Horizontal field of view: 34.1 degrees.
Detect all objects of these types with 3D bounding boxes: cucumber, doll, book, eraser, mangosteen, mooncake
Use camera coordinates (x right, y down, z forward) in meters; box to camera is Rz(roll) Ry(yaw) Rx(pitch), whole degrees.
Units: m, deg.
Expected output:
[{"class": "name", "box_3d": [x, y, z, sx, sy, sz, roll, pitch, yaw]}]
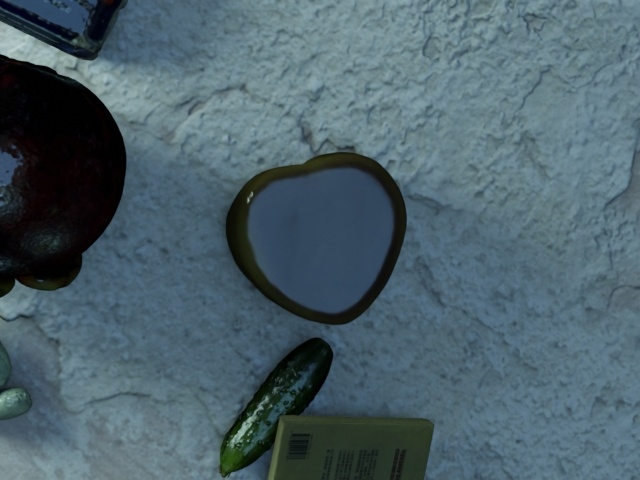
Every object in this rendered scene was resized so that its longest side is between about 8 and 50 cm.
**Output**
[{"class": "cucumber", "box_3d": [-0.062, 0.226, 1.403, 0.069, 0.069, 0.227, 42, 82, -12]}, {"class": "doll", "box_3d": [-0.446, 0.144, 1.290, 0.103, 0.071, 0.214, -35, 108, 8]}, {"class": "book", "box_3d": [0.039, 0.316, 1.419, 0.230, 0.026, 0.161, 6, 101, -24]}, {"class": "eraser", "box_3d": [-0.396, -0.361, 1.289, 0.332, 0.101, 0.155, 25, 82, -15]}, {"class": "mangosteen", "box_3d": [-0.375, -0.070, 1.197, 0.300, 0.300, 0.300, 0, 90, -16]}, {"class": "mooncake", "box_3d": [0.000, 0.000, 1.395, 0.234, 0.117, 0.235, -1, 92, -16]}]
